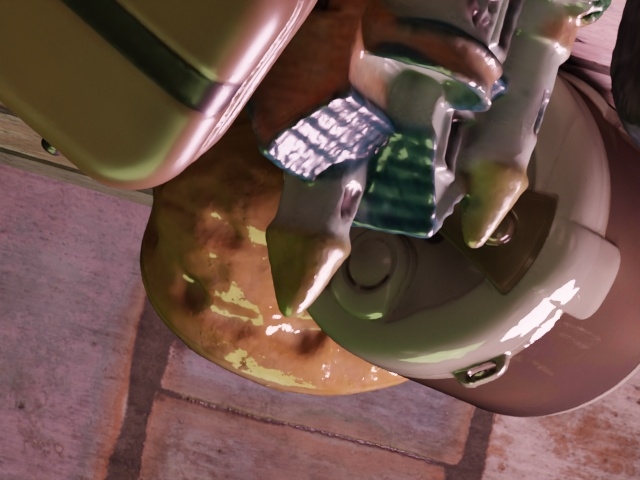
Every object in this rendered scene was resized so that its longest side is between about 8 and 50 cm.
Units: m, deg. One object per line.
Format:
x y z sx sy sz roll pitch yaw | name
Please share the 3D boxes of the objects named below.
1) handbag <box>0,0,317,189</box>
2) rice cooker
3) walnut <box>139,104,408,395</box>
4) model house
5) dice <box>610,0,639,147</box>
-0.130 -0.212 1.004 0.302 0.283 0.149 43 -154 -3 | handbag
0.149 -0.016 1.551 0.335 0.335 0.325 10 170 37 | rice cooker
-0.012 -0.008 1.883 0.383 0.383 0.383 15 172 2 | walnut
0.058 -0.091 1.175 0.194 0.325 0.267 14 173 24 | model house
0.295 -0.123 1.003 0.183 0.181 0.182 18 174 -21 | dice
